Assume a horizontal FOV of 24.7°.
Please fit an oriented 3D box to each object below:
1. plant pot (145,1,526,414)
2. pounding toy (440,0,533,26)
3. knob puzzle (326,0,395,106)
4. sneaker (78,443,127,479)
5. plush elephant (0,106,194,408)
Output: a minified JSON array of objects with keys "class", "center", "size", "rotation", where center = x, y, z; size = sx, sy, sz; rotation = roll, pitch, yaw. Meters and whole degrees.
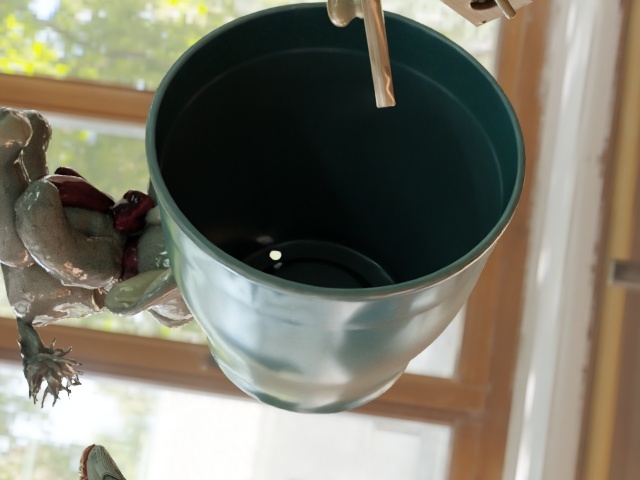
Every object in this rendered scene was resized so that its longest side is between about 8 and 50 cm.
[{"class":"plant pot","center":[0.000,0.000,1.141],"size":[0.255,0.272,0.271],"rotation":[99,-179,-54]},{"class":"pounding toy","center":[0.171,-0.329,1.756],"size":[0.206,0.094,0.181],"rotation":[17,-125,-60]},{"class":"knob puzzle","center":[0.007,-0.192,0.753],"size":[0.213,0.030,0.213],"rotation":[-8,-90,-86]},{"class":"sneaker","center":[-0.131,0.264,1.313],"size":[0.093,0.225,0.088],"rotation":[-44,7,-11]},{"class":"plush elephant","center":[-0.207,-0.005,1.543],"size":[0.272,0.256,0.329],"rotation":[134,125,-86]}]
